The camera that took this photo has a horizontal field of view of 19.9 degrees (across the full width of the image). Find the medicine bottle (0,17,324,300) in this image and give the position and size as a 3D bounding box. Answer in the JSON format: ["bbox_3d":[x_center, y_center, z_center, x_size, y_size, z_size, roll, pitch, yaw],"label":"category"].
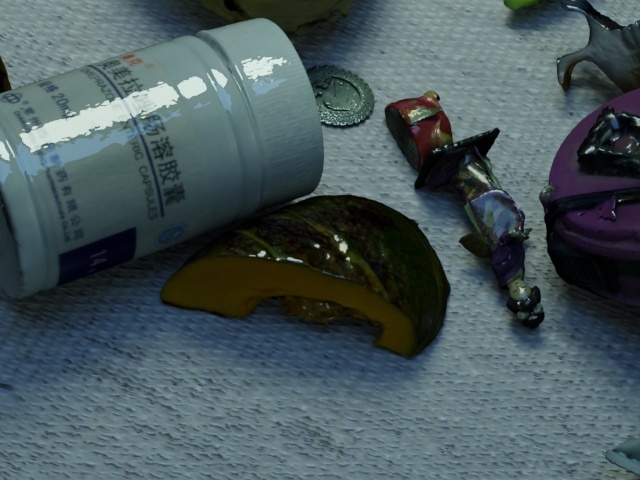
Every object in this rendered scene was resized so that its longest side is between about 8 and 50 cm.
[{"bbox_3d":[-0.172,-0.083,1.744,0.332,0.190,0.190,-21,64,-22],"label":"medicine bottle"}]

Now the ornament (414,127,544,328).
[{"bbox_3d":[0.178,-0.010,1.815,0.088,0.081,0.203,-18,64,-17],"label":"ornament"}]

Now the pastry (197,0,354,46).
[{"bbox_3d":[-0.062,-0.319,1.927,0.256,0.170,0.237,32,41,17],"label":"pastry"}]

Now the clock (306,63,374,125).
[{"bbox_3d":[0.016,-0.152,1.919,0.083,0.010,0.074,21,59,4],"label":"clock"}]

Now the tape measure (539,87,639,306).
[{"bbox_3d":[0.343,-0.045,1.770,0.245,0.149,0.231,5,53,37],"label":"tape measure"}]

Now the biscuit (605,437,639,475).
[{"bbox_3d":[0.403,0.133,1.761,0.186,0.079,0.309,28,62,7],"label":"biscuit"}]

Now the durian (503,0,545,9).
[{"bbox_3d":[0.255,-0.364,2.028,0.139,0.101,0.250,-18,57,23],"label":"durian"}]

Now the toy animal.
[{"bbox_3d":[0.331,-0.181,1.925,0.160,0.197,0.272,4,14,14],"label":"toy animal"}]

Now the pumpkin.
[{"bbox_3d":[-0.002,-0.003,1.775,0.279,0.111,0.163,11,54,1],"label":"pumpkin"}]

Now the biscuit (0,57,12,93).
[{"bbox_3d":[-0.452,-0.140,1.811,0.296,0.075,0.295,6,63,-12],"label":"biscuit"}]

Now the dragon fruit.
[{"bbox_3d":[0.106,-0.120,1.884,0.056,0.060,0.083,-18,61,-13],"label":"dragon fruit"}]
